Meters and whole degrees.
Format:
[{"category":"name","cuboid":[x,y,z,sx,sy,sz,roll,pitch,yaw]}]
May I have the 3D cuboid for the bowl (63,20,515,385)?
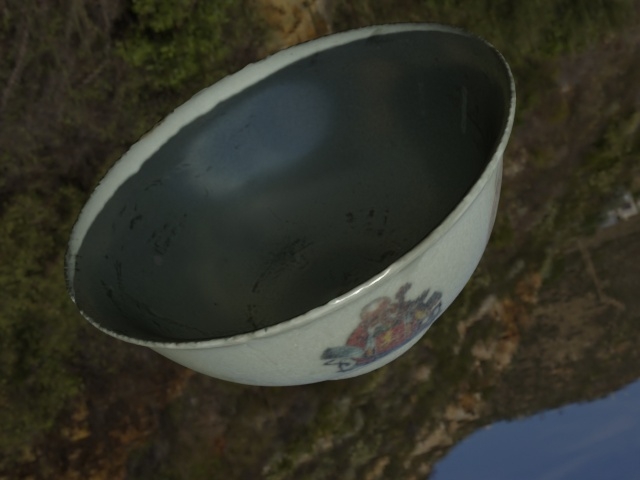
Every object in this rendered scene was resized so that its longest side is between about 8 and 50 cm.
[{"category":"bowl","cuboid":[0.000,0.000,0.978,0.434,0.196,0.435,-19,-146,14]}]
